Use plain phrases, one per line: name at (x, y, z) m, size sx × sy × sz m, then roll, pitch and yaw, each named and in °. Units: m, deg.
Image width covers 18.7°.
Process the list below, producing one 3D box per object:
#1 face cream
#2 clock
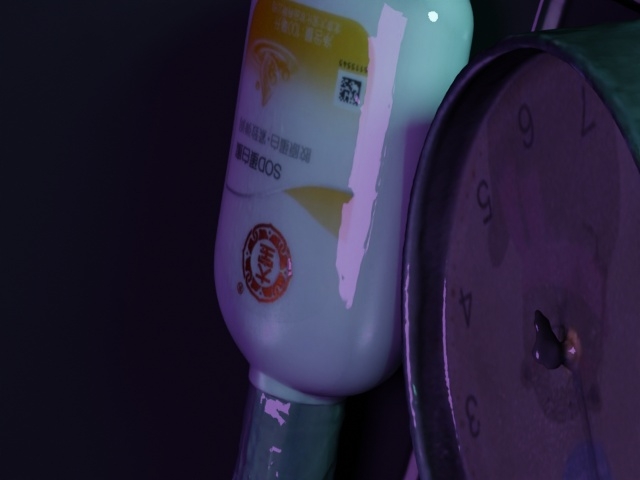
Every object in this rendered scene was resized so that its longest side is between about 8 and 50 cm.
face cream at (0.000, 0.000, 0.981) m, size 0.144 × 0.071 × 0.291 m, roll 28°, pitch 114°, yaw 46°
clock at (0.107, 0.047, 0.807) m, size 0.280 × 0.055 × 0.281 m, roll 178°, pitch 90°, yaw -70°
